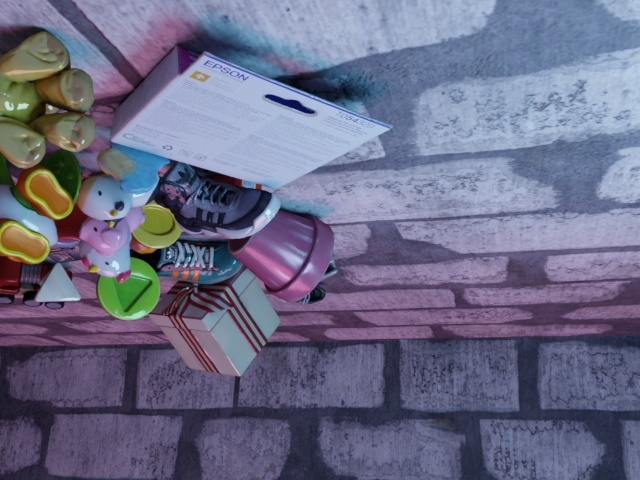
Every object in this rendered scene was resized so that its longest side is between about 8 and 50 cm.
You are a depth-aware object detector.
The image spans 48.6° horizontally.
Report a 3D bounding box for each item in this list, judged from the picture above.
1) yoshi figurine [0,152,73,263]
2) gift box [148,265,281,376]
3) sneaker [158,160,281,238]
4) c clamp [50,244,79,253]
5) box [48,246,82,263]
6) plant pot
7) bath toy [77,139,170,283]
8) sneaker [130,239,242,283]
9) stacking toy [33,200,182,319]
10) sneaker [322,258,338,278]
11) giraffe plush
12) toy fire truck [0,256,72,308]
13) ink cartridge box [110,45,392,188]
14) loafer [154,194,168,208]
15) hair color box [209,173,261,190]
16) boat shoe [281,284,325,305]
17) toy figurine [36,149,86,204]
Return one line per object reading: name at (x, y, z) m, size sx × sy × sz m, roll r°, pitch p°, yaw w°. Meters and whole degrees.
yoshi figurine at (-0.610, -0.074, 1.269) m, size 0.362 × 0.202 × 0.204 m, roll 10°, pitch -159°, yaw 44°
gift box at (-0.275, 0.195, 1.964) m, size 0.276 × 0.255 × 0.258 m, roll -5°, pitch 126°, yaw 36°
sneaker at (-0.208, -0.084, 1.315) m, size 0.269 × 0.101 × 0.153 m, roll -1°, pitch 143°, yaw 40°
c clamp at (-0.589, -0.002, 1.598) m, size 0.137 × 0.022 × 0.160 m, roll -11°, pitch 159°, yaw 9°
box at (-0.581, -0.016, 1.678) m, size 0.183 × 0.056 × 0.231 m, roll -8°, pitch 160°, yaw 1°
plant pot at (-0.098, 0.012, 1.589) m, size 0.180 × 0.201 × 0.201 m, roll 31°, pitch 150°, yaw -28°
bath toy at (-0.369, -0.037, 1.280) m, size 0.151 × 0.129 × 0.348 m, roll -16°, pitch 156°, yaw -34°
sneaker at (-0.355, 0.051, 1.844) m, size 0.302 × 0.108 × 0.121 m, roll -4°, pitch 163°, yaw 14°
stacking toy at (-0.470, 0.025, 1.503) m, size 0.309 × 0.279 × 0.130 m, roll 13°, pitch 164°, yaw -29°
sneaker at (-0.061, 0.058, 1.894) m, size 0.121 × 0.099 × 0.262 m, roll -22°, pitch 160°, yaw 36°
giraffe plush at (-0.433, -0.193, 1.019) m, size 0.210 × 0.181 × 0.170 m, roll -5°, pitch -174°, yaw -16°
toy fire truck at (-0.826, 0.111, 2.042) m, size 0.217 × 0.158 × 0.246 m, roll 9°, pitch 149°, yaw -23°
ink cartridge box at (-0.113, -0.192, 1.110) m, size 0.324 × 0.071 × 0.330 m, roll 15°, pitch 156°, yaw -34°
loafer at (-0.284, -0.082, 1.514) m, size 0.061 × 0.062 × 0.170 m, roll 16°, pitch 174°, yaw 45°
hair color box at (-0.190, -0.102, 1.444) m, size 0.141 × 0.043 × 0.072 m, roll -16°, pitch 155°, yaw 42°
boat shoe at (-0.059, 0.153, 2.167) m, size 0.079 × 0.095 × 0.254 m, roll -4°, pitch 163°, yaw 21°
toy figurine at (-0.458, -0.102, 1.391) m, size 0.173 × 0.130 × 0.159 m, roll 16°, pitch -176°, yaw 36°
